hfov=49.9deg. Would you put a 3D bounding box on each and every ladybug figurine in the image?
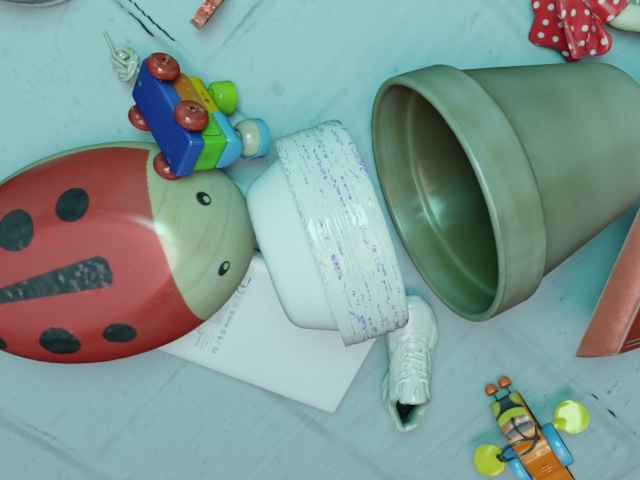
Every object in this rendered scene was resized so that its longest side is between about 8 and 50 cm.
[{"bbox_3d":[-0.312,0.032,0.927,0.449,0.162,0.305,-18,103,7],"label":"ladybug figurine"}]

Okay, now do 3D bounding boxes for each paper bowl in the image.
[{"bbox_3d":[0.000,0.000,0.888,0.148,0.284,0.284,-20,112,-2],"label":"paper bowl"}]

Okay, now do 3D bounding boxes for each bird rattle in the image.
[{"bbox_3d":[0.404,-0.331,0.888,0.253,0.143,0.207,6,101,9],"label":"bird rattle"}]

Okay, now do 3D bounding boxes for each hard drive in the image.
[{"bbox_3d":[-0.081,0.131,1.078,0.318,0.040,0.210,23,110,-11],"label":"hard drive"}]

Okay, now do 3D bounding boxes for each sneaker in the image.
[{"bbox_3d":[0.146,0.200,1.076,0.090,0.115,0.232,-2,113,-2],"label":"sneaker"}]

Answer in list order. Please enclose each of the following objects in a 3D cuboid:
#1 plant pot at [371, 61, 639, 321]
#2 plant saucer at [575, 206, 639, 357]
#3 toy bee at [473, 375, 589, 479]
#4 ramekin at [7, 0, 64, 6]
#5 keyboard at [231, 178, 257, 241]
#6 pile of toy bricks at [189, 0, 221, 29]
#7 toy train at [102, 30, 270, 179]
[{"bbox_3d":[0.258,-0.093,0.882,0.280,0.323,0.323,-21,113,-13],"label":"plant pot"},{"bbox_3d":[0.501,0.053,0.994,0.259,0.047,0.258,-4,118,-38],"label":"plant saucer"},{"bbox_3d":[0.345,0.307,1.131,0.195,0.162,0.298,-17,138,-4],"label":"toy bee"},{"bbox_3d":[-0.364,-0.382,0.812,0.207,0.109,0.207,-1,113,-3],"label":"ramekin"},{"bbox_3d":[-0.088,-0.032,1.026,0.256,0.014,0.072,25,104,-13],"label":"keyboard"},{"bbox_3d":[-0.118,-0.368,0.831,0.118,0.105,0.212,38,106,-16],"label":"pile of toy bricks"},{"bbox_3d":[-0.175,-0.195,0.903,0.143,0.248,0.105,-8,146,-40],"label":"toy train"}]
